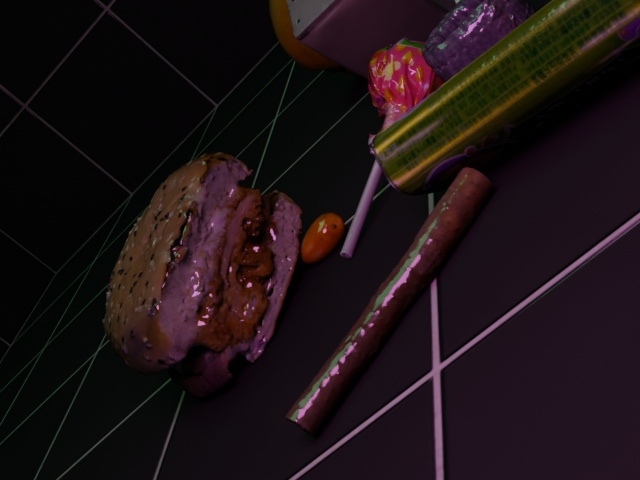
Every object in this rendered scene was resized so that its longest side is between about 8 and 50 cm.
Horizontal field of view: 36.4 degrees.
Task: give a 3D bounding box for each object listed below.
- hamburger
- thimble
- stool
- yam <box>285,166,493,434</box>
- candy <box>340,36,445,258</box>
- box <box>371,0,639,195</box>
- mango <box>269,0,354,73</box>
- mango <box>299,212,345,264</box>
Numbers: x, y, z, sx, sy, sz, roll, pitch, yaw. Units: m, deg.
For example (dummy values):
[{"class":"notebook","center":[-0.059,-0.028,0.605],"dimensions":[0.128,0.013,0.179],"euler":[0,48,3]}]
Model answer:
[{"class":"hamburger","center":[-0.174,0.057,1.358],"dimensions":[0.277,0.195,0.318],"euler":[-26,43,51]},{"class":"thimble","center":[0.214,-0.266,1.289],"dimensions":[0.150,0.098,0.150],"euler":[-45,16,16]},{"class":"stool","center":[0.079,-0.412,1.546],"dimensions":[0.170,0.244,0.269],"euler":[-37,51,33]},{"class":"yam","center":[0.075,0.061,1.007],"dimensions":[0.045,0.045,0.327],"euler":[20,68,50]},{"class":"candy","center":[0.088,-0.129,1.347],"dimensions":[0.124,0.124,0.365],"euler":[-26,36,54]},{"class":"box","center":[0.213,-0.170,1.014],"dimensions":[0.134,0.097,0.345],"euler":[-11,-18,-47]},{"class":"mango","center":[0.078,-0.524,1.858],"dimensions":[0.232,0.300,0.445],"euler":[15,74,54]},{"class":"mango","center":[0.000,0.000,1.343],"dimensions":[0.089,0.046,0.060],"euler":[-53,12,35]}]
